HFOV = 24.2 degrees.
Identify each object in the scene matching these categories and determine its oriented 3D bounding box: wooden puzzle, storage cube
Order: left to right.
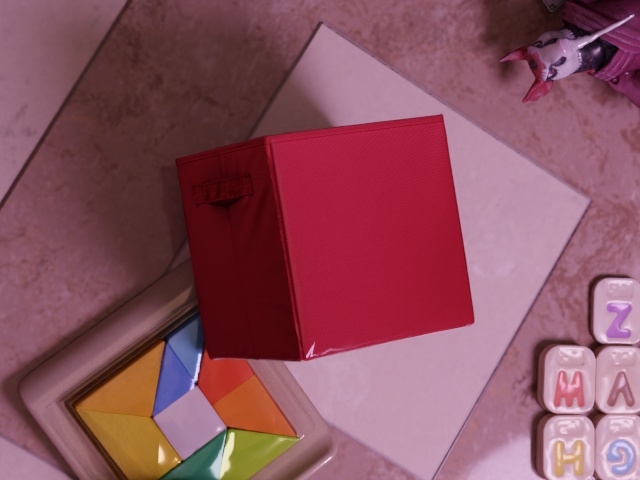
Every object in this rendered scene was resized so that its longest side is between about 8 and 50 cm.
[{"bbox_3d":[-0.129,0.169,1.407,0.221,0.044,0.238,-36,97,-11],"label":"wooden puzzle"},{"bbox_3d":[0.000,0.000,1.348,0.215,0.184,0.193,-10,92,-31],"label":"storage cube"}]

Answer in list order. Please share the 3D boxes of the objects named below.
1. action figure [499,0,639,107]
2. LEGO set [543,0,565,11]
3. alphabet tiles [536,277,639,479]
[{"bbox_3d":[0.350,-0.244,1.460,0.370,0.275,0.248,-18,118,12],"label":"action figure"},{"bbox_3d":[0.220,-0.381,1.501,0.182,0.060,0.244,-43,112,-5],"label":"LEGO set"},{"bbox_3d":[0.358,0.178,1.534,0.284,0.021,0.278,2,89,-14],"label":"alphabet tiles"}]
